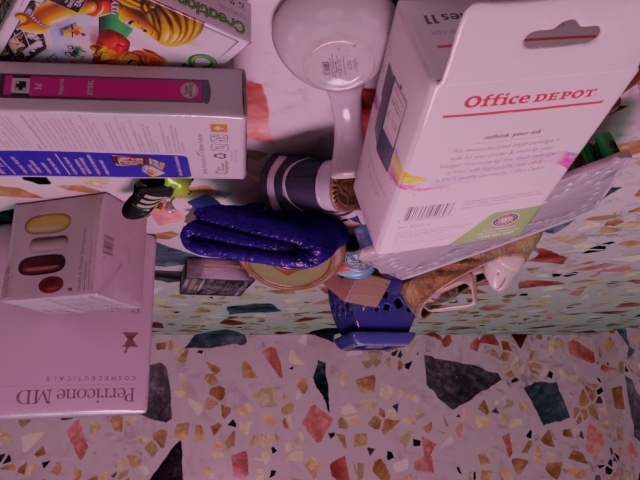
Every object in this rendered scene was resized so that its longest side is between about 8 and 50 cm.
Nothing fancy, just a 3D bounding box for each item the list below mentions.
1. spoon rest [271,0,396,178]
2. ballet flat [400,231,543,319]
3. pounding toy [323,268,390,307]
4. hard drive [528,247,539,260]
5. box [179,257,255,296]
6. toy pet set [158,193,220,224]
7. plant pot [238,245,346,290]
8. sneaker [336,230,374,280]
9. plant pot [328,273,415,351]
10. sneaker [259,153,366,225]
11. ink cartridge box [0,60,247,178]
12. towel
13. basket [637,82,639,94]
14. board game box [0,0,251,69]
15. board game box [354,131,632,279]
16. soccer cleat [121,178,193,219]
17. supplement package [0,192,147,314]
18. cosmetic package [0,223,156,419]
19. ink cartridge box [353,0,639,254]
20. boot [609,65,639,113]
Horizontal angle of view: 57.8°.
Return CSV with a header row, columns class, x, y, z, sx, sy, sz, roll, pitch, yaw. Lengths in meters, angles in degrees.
class,x,y,z,sx,sy,sz,roll,pitch,yaw
spoon rest,0.024,-0.183,0.674,0.137,0.084,0.276,-4,150,4
ballet flat,0.333,0.074,1.239,0.348,0.123,0.123,-30,151,28
pounding toy,0.041,0.072,1.455,0.206,0.094,0.181,16,-165,-45
hard drive,0.337,0.029,1.336,0.233,0.047,0.353,-29,152,27
box,-0.291,0.106,1.618,0.183,0.056,0.231,4,162,-17
toy pet set,-0.242,-0.067,1.080,0.114,0.065,0.122,30,-178,37
plant pot,-0.065,0.027,1.208,0.236,0.032,0.236,2,131,2
sneaker,0.000,0.000,1.270,0.262,0.104,0.125,7,134,-4
plant pot,0.164,0.232,1.806,0.236,0.212,0.236,4,163,-14
sneaker,0.007,-0.081,0.953,0.153,0.099,0.282,5,178,23
ink cartridge box,-0.267,-0.125,0.645,0.371,0.069,0.176,-2,165,-9
towel,-0.077,-0.021,0.979,0.228,0.076,0.308,7,-172,8
basket,0.583,-0.054,0.701,0.266,0.328,0.331,-11,162,42
board game box,-0.239,-0.195,0.618,0.193,0.053,0.305,12,159,-39
board game box,0.280,-0.035,0.981,0.390,0.050,0.390,-21,165,14
soccer cleat,-0.293,-0.086,0.988,0.179,0.060,0.072,-21,145,34
supplement package,-0.465,0.032,1.116,0.203,0.194,0.149,-6,162,14
cosmetic package,-0.565,0.204,1.338,0.329,0.393,0.327,4,162,-20
ink cartridge box,0.169,-0.135,0.613,0.207,0.119,0.353,-7,149,-12
boot,0.362,-0.185,0.736,0.118,0.042,0.087,-15,165,42
